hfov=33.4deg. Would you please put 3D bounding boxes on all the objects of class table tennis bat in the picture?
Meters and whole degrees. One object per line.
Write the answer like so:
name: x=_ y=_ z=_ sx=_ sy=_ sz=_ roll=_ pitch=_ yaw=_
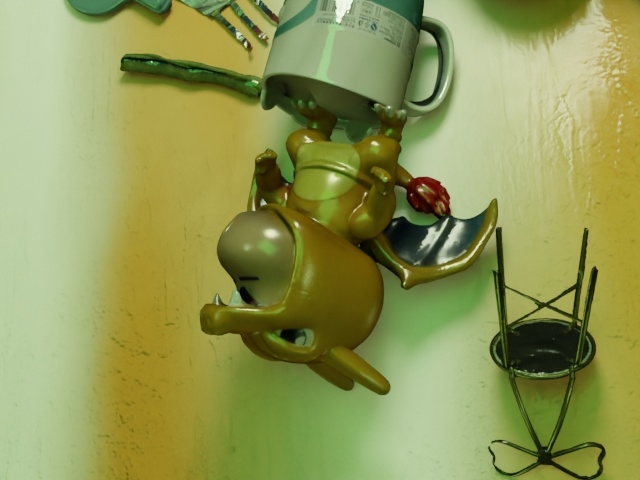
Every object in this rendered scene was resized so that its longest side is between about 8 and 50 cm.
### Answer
table tennis bat: x=-0.360 y=-0.457 z=1.903 sx=0.237 sy=0.038 sz=0.149 roll=26 pitch=81 yaw=25

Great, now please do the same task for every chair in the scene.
chair: x=0.308 y=0.156 z=1.483 sx=0.159 sy=0.170 sz=0.326 roll=-2 pitch=117 yaw=11

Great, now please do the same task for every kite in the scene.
kite: x=-0.160 y=-0.421 z=1.845 sx=0.141 sy=0.015 sz=0.245 roll=-42 pitch=64 yaw=2

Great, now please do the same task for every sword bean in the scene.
sword bean: x=-0.217 y=-0.284 z=1.809 sx=0.269 sy=0.038 sz=0.043 roll=14 pitch=72 yaw=18

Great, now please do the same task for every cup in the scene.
cup: x=0.070 y=-0.298 z=1.643 sx=0.289 sy=0.219 sz=0.258 roll=18 pitch=79 yaw=-16

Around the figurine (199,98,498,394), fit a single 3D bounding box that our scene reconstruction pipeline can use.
figurine: x=0.031 y=0.005 z=1.535 sx=0.401 sy=0.268 sz=0.387 roll=14 pitch=76 yaw=14
